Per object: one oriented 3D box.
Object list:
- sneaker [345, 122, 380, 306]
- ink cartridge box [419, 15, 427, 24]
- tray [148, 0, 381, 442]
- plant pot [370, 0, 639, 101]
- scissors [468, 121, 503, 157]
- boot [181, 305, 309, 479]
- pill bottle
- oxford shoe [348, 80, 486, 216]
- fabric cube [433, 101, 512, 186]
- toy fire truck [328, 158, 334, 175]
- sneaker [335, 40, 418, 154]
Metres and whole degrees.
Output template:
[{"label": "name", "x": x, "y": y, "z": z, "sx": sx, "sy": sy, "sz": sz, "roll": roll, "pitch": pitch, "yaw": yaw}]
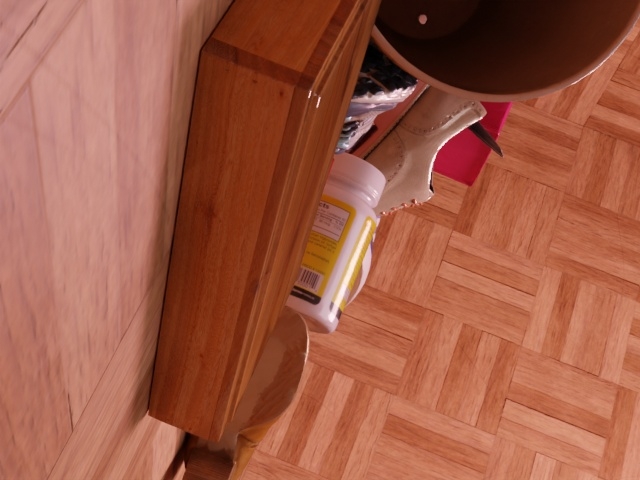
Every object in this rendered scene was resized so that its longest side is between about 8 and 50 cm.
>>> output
[{"label": "sneaker", "x": 0.060, "y": -0.054, "z": 1.817, "sx": 0.236, "sy": 0.130, "sz": 0.323, "roll": -59, "pitch": 165, "yaw": -47}, {"label": "ink cartridge box", "x": 0.233, "y": -0.390, "z": 1.599, "sx": 0.371, "sy": 0.069, "sz": 0.176, "roll": -34, "pitch": -162, "yaw": 35}, {"label": "tray", "x": -0.043, "y": -0.036, "z": 0.812, "sx": 0.411, "sy": 0.076, "sz": 0.203, "roll": 106, "pitch": 6, "yaw": -49}, {"label": "plant pot", "x": 0.123, "y": -0.250, "z": 0.948, "sx": 0.274, "sy": 0.256, "sz": 0.257, "roll": -140, "pitch": -109, "yaw": -80}, {"label": "scissors", "x": 0.197, "y": -0.203, "z": 1.613, "sx": 0.109, "sy": 0.021, "sz": 0.297, "roll": -40, "pitch": -132, "yaw": 28}, {"label": "boot", "x": -0.089, "y": 0.168, "z": 1.266, "sx": 0.211, "sy": 0.104, "sz": 0.295, "roll": -75, "pitch": -170, "yaw": -70}, {"label": "pill bottle", "x": 0.000, "y": 0.000, "z": 1.318, "sx": 0.119, "sy": 0.119, "sz": 0.209, "roll": 99, "pitch": 13, "yaw": -74}, {"label": "oxford shoe", "x": 0.084, "y": -0.077, "z": 1.555, "sx": 0.397, "sy": 0.146, "sz": 0.140, "roll": -53, "pitch": -177, "yaw": 19}, {"label": "fabric cube", "x": 0.226, "y": -0.296, "z": 1.919, "sx": 0.254, "sy": 0.259, "sz": 0.258, "roll": 103, "pitch": 11, "yaw": -72}, {"label": "toy fire truck", "x": 0.020, "y": -0.165, "z": 1.224, "sx": 0.135, "sy": 0.047, "sz": 0.192, "roll": -61, "pitch": 171, "yaw": -57}, {"label": "sneaker", "x": 0.023, "y": -0.131, "z": 1.008, "sx": 0.122, "sy": 0.110, "sz": 0.283, "roll": -62, "pitch": 177, "yaw": 17}]
